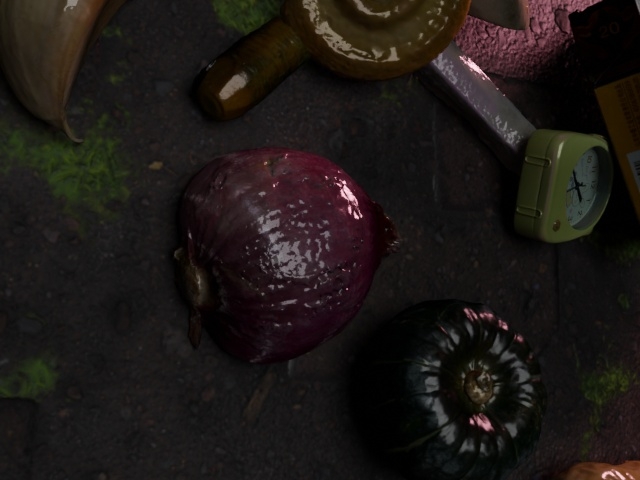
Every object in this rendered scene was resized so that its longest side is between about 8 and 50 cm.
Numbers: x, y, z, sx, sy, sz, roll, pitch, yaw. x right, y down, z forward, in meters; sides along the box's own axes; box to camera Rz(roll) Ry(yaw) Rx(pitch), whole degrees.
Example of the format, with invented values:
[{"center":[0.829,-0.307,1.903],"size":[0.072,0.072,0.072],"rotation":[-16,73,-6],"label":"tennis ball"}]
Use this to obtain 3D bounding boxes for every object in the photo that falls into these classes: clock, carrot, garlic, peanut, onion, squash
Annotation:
[{"center":[0.397,-0.087,1.334],"size":[0.232,0.069,0.170],"rotation":[-5,107,-44],"label":"clock"},{"center":[-0.085,-0.221,1.086],"size":[0.173,0.082,0.082],"rotation":[-46,105,-25],"label":"carrot"},{"center":[-0.283,-0.250,0.957],"size":[0.164,0.145,0.245],"rotation":[41,61,-54],"label":"garlic"},{"center":[0.466,0.403,1.275],"size":[0.313,0.149,0.149],"rotation":[9,77,-34],"label":"peanut"},{"center":[0.000,0.000,1.054],"size":[0.349,0.159,0.267],"rotation":[-17,93,-31],"label":"onion"},{"center":[0.174,0.200,1.117],"size":[0.252,0.165,0.252],"rotation":[7,75,-30],"label":"squash"}]

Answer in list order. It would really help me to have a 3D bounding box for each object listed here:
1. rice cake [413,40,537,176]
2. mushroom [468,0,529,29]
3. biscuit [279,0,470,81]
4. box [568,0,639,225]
[{"center":[0.199,-0.244,1.271],"size":[0.399,0.064,0.070],"rotation":[41,70,-19],"label":"rice cake"},{"center":[0.196,-0.431,1.247],"size":[0.350,0.128,0.128],"rotation":[46,61,-33],"label":"mushroom"},{"center":[0.097,-0.331,1.138],"size":[0.213,0.091,0.274],"rotation":[38,97,-19],"label":"biscuit"},{"center":[0.544,-0.199,1.384],"size":[0.264,0.116,0.415],"rotation":[-27,97,-58],"label":"box"}]
